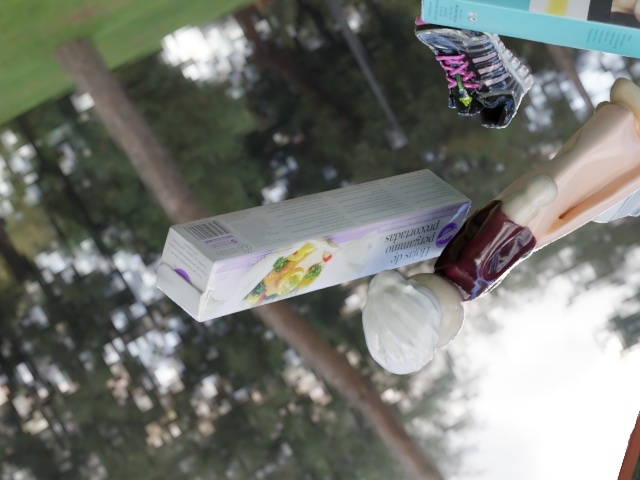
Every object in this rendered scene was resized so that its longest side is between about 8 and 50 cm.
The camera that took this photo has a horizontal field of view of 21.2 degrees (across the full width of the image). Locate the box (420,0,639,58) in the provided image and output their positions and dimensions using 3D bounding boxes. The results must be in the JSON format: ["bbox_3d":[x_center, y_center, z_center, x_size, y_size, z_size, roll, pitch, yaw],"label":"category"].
[{"bbox_3d":[0.215,-0.226,1.491,0.244,0.100,0.060,10,165,5],"label":"box"}]

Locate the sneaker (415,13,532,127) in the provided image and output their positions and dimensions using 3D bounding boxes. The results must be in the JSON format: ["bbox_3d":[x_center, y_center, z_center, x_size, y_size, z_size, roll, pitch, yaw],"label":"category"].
[{"bbox_3d":[0.148,-0.164,1.686,0.063,0.170,0.075,3,-112,41],"label":"sneaker"}]

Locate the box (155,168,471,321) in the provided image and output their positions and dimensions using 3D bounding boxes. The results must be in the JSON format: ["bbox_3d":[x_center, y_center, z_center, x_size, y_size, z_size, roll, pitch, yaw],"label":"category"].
[{"bbox_3d":[0.000,0.000,1.521,0.324,0.063,0.067,-15,-137,-43],"label":"box"}]

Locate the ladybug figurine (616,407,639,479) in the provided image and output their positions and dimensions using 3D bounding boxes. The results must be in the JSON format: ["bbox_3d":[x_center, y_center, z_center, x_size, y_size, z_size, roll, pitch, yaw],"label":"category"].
[{"bbox_3d":[0.365,0.236,1.559,0.305,0.162,0.449,140,-32,-83],"label":"ladybug figurine"}]

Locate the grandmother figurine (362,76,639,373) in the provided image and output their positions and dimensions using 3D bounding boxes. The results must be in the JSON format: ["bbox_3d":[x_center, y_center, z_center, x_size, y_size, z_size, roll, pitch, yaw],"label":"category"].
[{"bbox_3d":[0.172,-0.007,1.547,0.342,0.104,0.208,-41,164,-14],"label":"grandmother figurine"}]

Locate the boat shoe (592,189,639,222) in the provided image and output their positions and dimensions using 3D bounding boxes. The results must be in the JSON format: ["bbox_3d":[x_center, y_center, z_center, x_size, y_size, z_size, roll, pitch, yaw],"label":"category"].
[{"bbox_3d":[0.360,-0.097,1.844,0.081,0.079,0.227,-3,150,-25],"label":"boat shoe"}]
